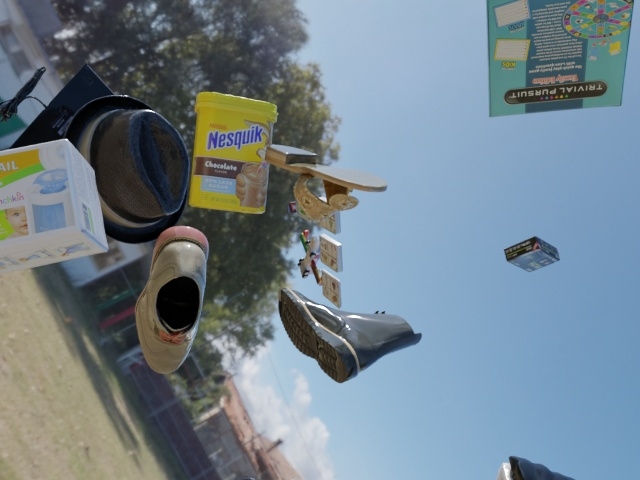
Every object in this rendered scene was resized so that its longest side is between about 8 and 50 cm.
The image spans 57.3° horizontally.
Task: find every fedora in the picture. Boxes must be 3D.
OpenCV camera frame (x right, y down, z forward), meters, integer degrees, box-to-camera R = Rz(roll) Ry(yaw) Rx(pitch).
[{"bbox_3d":[-0.387,-0.161,1.278,0.152,0.334,0.334,-6,-67,43],"label":"fedora"}]

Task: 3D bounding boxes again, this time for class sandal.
[{"bbox_3d":[0.000,-0.066,0.790,0.240,0.088,0.079,30,-65,48],"label":"sandal"}]

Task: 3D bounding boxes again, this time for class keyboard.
[{"bbox_3d":[-0.636,-0.299,1.382,0.033,0.317,0.201,2,-36,39],"label":"keyboard"}]

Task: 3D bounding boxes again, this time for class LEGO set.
[{"bbox_3d":[0.000,0.000,1.078,0.244,0.060,0.183,-150,-126,-63],"label":"LEGO set"}]

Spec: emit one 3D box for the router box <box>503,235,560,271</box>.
[{"bbox_3d":[0.549,0.037,1.521,0.092,0.122,0.038,-29,-126,39],"label":"router box"}]

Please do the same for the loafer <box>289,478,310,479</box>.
[{"bbox_3d":[0.063,0.535,1.189,0.319,0.112,0.112,26,15,-28],"label":"loafer"}]

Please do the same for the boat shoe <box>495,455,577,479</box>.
[{"bbox_3d":[0.264,0.427,0.700,0.127,0.158,0.341,-67,167,-66],"label":"boat shoe"}]

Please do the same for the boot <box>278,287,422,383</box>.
[{"bbox_3d":[0.035,0.120,0.850,0.198,0.136,0.077,42,-41,45],"label":"boot"}]

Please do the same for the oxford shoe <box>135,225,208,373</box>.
[{"bbox_3d":[-0.280,0.144,1.071,0.130,0.122,0.348,-103,-157,-50],"label":"oxford shoe"}]

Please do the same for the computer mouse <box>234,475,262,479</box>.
[{"bbox_3d":[-0.112,0.588,1.383,0.241,0.041,0.071,-11,-86,28],"label":"computer mouse"}]

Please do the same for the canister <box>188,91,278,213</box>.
[{"bbox_3d":[-0.137,-0.132,0.911,0.073,0.126,0.170,-175,-90,-68],"label":"canister"}]

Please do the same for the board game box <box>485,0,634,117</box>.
[{"bbox_3d":[0.444,-0.411,1.108,0.079,0.253,0.336,-74,156,-48],"label":"board game box"}]

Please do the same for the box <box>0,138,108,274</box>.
[{"bbox_3d":[-0.367,-0.028,0.670,0.103,0.203,0.114,107,-31,-76],"label":"box"}]
